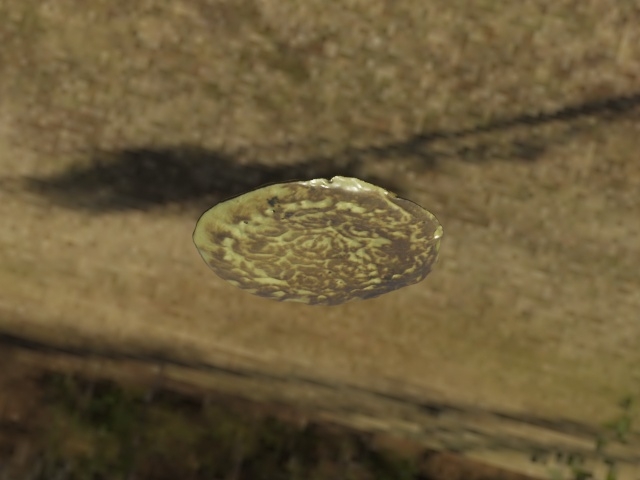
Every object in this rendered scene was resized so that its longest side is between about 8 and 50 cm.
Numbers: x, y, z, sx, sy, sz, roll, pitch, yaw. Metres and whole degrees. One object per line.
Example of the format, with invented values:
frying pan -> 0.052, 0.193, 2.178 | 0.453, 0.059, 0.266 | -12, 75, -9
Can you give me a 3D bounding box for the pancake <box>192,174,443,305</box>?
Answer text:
pancake -> 0.000, 0.001, 0.834 | 0.115, 0.011, 0.115 | -2, 152, -1
